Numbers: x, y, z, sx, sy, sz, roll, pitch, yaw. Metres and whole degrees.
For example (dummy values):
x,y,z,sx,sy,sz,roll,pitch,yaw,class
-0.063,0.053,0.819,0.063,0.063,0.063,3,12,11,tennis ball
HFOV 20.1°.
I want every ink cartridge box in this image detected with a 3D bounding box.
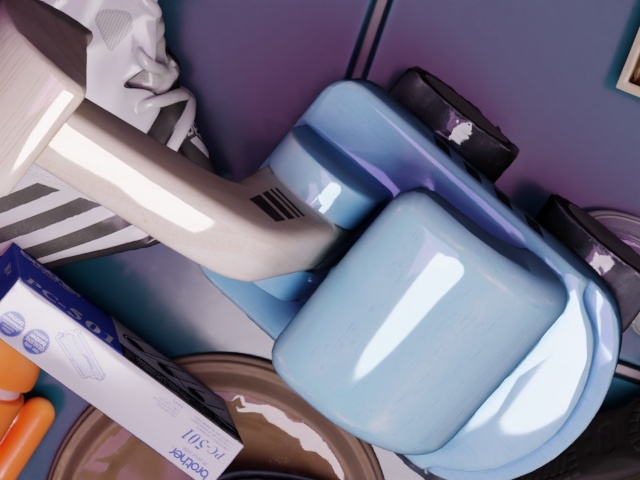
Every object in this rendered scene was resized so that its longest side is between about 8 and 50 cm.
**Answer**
x,y,z,sx,sy,sz,roll,pitch,yaw,class
-0.153,0.090,1.309,0.207,0.097,0.046,39,94,-19,ink cartridge box

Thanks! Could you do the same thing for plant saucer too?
x,y,z,sx,sy,sz,roll,pitch,yaw,class
-0.082,0.228,1.417,0.278,0.041,0.277,0,97,-1,plant saucer

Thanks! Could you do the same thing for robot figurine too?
x,y,z,sx,sy,sz,roll,pitch,yaw,class
-0.293,0.120,1.363,0.158,0.128,0.219,34,96,12,robot figurine

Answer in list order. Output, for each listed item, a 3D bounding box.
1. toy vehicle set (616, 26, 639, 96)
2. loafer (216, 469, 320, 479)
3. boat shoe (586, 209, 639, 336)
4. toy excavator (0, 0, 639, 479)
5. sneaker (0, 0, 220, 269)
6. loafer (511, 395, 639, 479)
x,y,z,sx,sy,sz,roll,pitch,yaw,class
0.349,-0.206,1.349,0.166,0.035,0.266,23,97,14,toy vehicle set
0.041,0.263,1.353,0.303,0.095,0.109,32,84,-21,loafer
0.284,0.058,1.378,0.227,0.081,0.079,38,94,-4,boat shoe
0.000,0.000,1.181,0.433,0.445,0.222,41,103,5,toy excavator
-0.136,-0.164,1.337,0.257,0.169,0.447,37,103,-12,sneaker
0.256,0.163,1.375,0.220,0.080,0.078,-17,133,30,loafer
